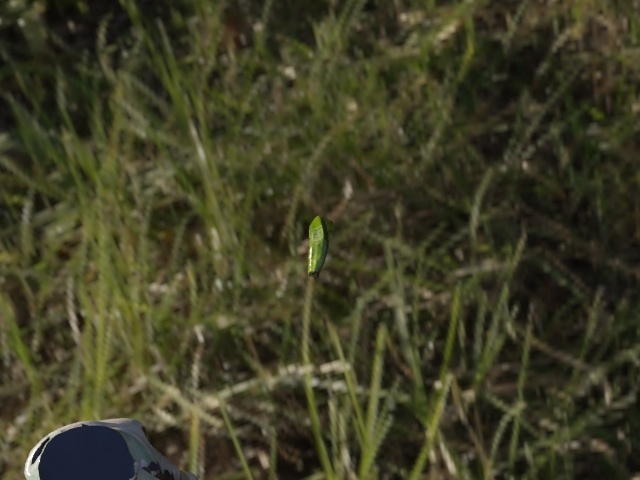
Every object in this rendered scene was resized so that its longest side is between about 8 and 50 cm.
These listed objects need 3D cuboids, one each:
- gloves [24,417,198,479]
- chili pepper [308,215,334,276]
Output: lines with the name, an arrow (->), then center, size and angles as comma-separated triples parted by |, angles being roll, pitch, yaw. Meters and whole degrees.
gloves -> -0.186, 0.206, 1.426 | 0.128, 0.212, 0.111 | -32, 83, -7
chili pepper -> 0.001, 0.000, 1.227 | 0.017, 0.030, 0.083 | -7, 19, 9
